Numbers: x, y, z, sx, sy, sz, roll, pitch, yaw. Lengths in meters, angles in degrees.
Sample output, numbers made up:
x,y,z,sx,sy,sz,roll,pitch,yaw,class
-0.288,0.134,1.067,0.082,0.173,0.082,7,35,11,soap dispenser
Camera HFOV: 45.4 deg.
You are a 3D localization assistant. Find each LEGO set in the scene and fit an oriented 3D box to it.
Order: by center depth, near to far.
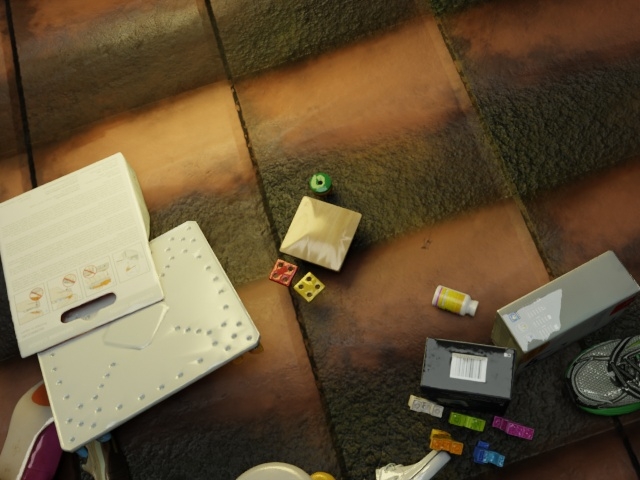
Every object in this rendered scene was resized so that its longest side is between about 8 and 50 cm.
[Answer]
x,y,z,sx,sy,sz,roll,pitch,yaw,class
0.249,0.342,1.371,0.227,0.093,0.087,17,87,-9,LEGO set

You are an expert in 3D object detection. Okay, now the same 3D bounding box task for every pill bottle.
x,y,z,sx,sy,sz,roll,pitch,yaw,class
0.263,0.120,1.490,0.083,0.043,0.043,19,72,16,pill bottle

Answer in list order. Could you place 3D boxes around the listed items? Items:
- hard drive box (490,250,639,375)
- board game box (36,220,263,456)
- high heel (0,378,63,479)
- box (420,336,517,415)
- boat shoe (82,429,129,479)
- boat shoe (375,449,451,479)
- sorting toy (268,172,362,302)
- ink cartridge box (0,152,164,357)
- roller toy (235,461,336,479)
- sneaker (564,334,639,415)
x,y,z,sx,sy,sz,roll,pitch,yaw,class
0.435,0.134,1.384,0.232,0.181,0.089,-29,67,-3,hard drive box
-0.348,0.173,1.480,0.390,0.050,0.390,-30,45,-7,board game box
-0.532,0.406,1.474,0.127,0.181,0.377,13,45,29,high heel
0.263,0.246,1.375,0.156,0.158,0.093,7,69,12,box
-0.419,0.426,1.463,0.072,0.068,0.190,-29,56,9,boat shoe
0.126,0.434,1.358,0.226,0.083,0.076,-38,68,-7,boat shoe
0.000,0.000,1.579,0.132,0.046,0.274,18,71,15,sorting toy
-0.499,0.033,1.601,0.308,0.091,0.385,-23,61,-2,ink cartridge box
-0.072,0.494,1.327,0.191,0.146,0.209,2,57,16,roller toy
0.595,0.206,1.349,0.343,0.146,0.134,-20,66,1,sneaker
